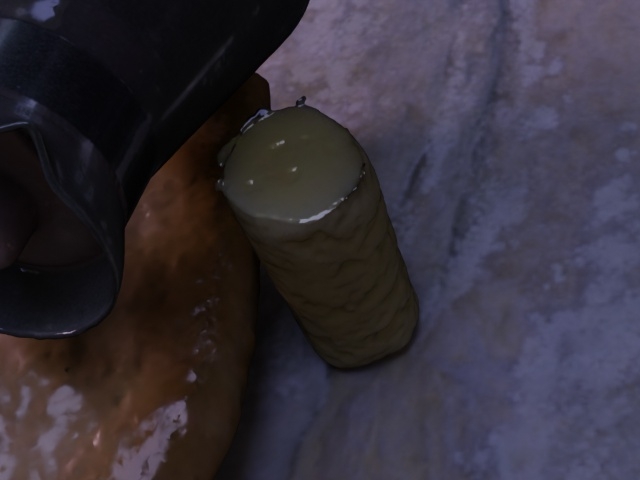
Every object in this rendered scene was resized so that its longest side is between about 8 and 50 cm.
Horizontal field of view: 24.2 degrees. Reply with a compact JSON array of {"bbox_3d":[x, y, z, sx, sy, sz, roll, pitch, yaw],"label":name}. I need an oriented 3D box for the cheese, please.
[{"bbox_3d":[0.000,0.000,1.020,0.094,0.167,0.123,-36,49,-12],"label":"cheese"}]

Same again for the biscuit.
[{"bbox_3d":[-0.248,0.081,1.084,0.429,0.104,0.446,-10,50,15],"label":"biscuit"}]

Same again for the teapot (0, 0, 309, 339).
[{"bbox_3d":[-0.175,-0.119,1.003,0.300,0.253,0.344,-40,21,50],"label":"teapot"}]
